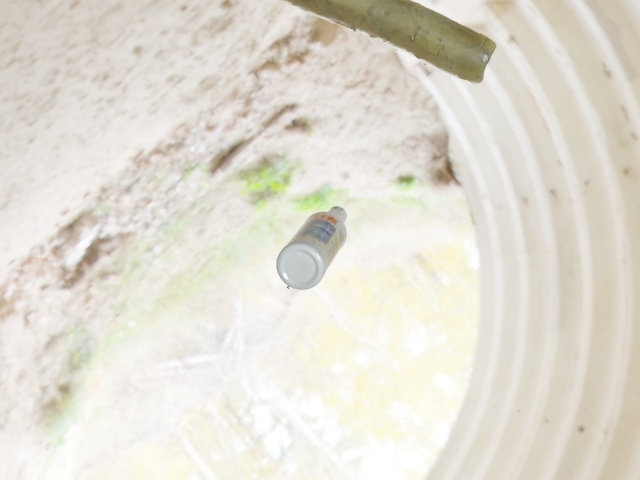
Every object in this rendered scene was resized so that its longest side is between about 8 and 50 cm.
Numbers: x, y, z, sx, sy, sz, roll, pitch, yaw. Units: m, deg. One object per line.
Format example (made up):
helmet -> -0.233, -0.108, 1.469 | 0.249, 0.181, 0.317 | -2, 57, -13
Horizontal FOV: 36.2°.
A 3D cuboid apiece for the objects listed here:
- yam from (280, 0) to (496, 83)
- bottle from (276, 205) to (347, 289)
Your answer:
yam -> 0.073, -0.322, 1.389 | 0.083, 0.371, 0.083 | -57, 165, -24
bottle -> 0.000, 0.000, 1.187 | 0.060, 0.060, 0.217 | -40, -176, 20
